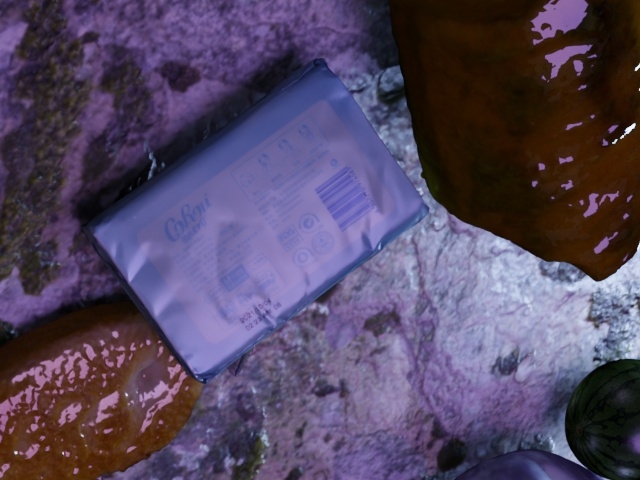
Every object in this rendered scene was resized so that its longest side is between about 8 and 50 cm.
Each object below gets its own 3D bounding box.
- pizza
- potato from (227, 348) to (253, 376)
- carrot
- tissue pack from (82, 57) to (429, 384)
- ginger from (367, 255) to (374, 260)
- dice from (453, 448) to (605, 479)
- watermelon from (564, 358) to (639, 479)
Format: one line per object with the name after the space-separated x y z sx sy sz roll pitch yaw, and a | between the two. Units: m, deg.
-0.235 0.159 1.696 0.365 0.074 0.182 -32 130 -20 | pizza
-0.078 0.085 1.799 0.037 0.036 0.093 -57 171 -47 | potato
0.193 -0.159 1.694 0.241 0.241 0.340 -30 130 -18 | carrot
-0.058 -0.018 1.670 0.263 0.089 0.177 -37 102 -10 | tissue pack
-0.001 -0.002 1.772 0.190 0.069 0.095 -30 100 -16 | ginger
0.250 0.414 2.069 0.271 0.270 0.270 27 108 -40 | dice
0.368 0.200 2.133 0.187 0.141 0.140 -14 125 -30 | watermelon
